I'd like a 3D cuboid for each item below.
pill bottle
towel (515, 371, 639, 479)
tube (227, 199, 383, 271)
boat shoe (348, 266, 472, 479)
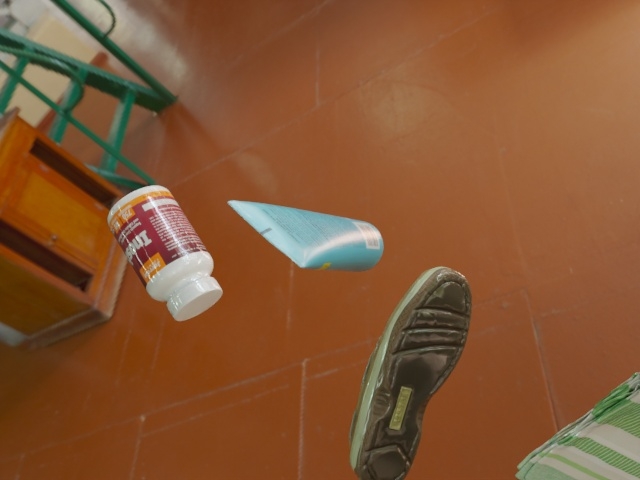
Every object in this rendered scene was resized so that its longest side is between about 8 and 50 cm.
[{"bbox_3d":[-0.183,0.016,0.778,0.086,0.086,0.152,-39,74,11],"label":"pill bottle"},{"bbox_3d":[0.541,0.377,1.154,0.325,0.248,0.038,-55,15,34],"label":"towel"},{"bbox_3d":[0.000,0.000,0.574,0.080,0.207,0.052,35,100,22],"label":"tube"},{"bbox_3d":[0.064,0.108,0.552,0.190,0.068,0.072,-65,18,0],"label":"boat shoe"}]
